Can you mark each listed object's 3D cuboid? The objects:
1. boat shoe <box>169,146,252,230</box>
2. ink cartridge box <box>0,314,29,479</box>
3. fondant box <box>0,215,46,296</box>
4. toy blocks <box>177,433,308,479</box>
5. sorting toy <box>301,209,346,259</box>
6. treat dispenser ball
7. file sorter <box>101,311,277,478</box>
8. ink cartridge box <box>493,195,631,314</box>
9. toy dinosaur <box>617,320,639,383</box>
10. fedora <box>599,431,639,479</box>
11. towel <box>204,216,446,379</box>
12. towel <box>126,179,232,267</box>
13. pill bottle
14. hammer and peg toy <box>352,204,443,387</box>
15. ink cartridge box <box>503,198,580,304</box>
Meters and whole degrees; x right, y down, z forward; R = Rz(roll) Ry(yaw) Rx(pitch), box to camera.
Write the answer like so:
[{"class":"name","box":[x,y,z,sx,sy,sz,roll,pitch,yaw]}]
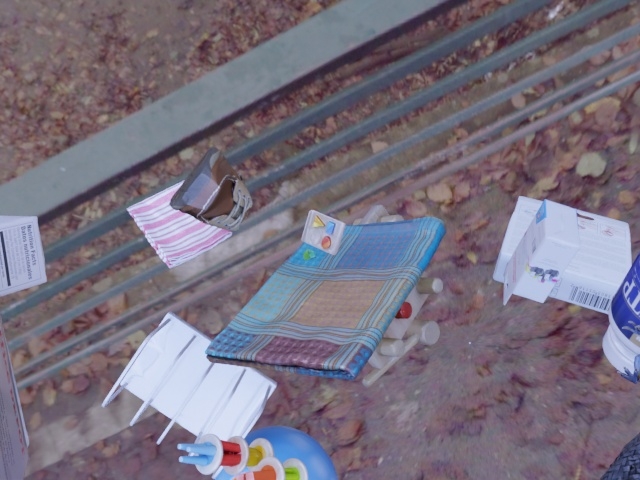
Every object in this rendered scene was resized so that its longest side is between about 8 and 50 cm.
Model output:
[{"class":"boat shoe","box":[-0.172,-0.080,1.163,0.120,0.324,0.122,37,92,-8]},{"class":"ink cartridge box","box":[-0.345,0.174,0.579,0.122,0.289,0.211,-9,100,-16]},{"class":"fondant box","box":[-0.539,0.042,0.789,0.239,0.330,0.096,2,102,27]},{"class":"toy blocks","box":[-0.105,0.297,0.886,0.123,0.148,0.054,16,84,42]},{"class":"sorting toy","box":[0.000,0.000,1.052,0.062,0.012,0.083,22,113,13]},{"class":"treat dispenser ball","box":[-0.102,0.575,1.547,0.289,0.288,0.287,-2,81,12]},{"class":"file sorter","box":[-0.263,0.316,1.361,0.278,0.173,0.192,34,98,-3]},{"class":"ink cartridge box","box":[0.633,0.025,1.744,0.308,0.385,0.091,16,120,15]},{"class":"toy dinosaur","box":[0.274,0.089,0.556,0.047,0.090,0.082,16,40,33]},{"class":"fedora","box":[0.280,0.203,0.458,0.334,0.334,0.152,-48,52,2]},{"class":"towel","box":[0.019,0.073,1.063,0.272,0.370,0.040,-1,121,34]},{"class":"towel","box":[-0.286,-0.040,1.354,0.144,0.029,0.197,-30,55,-21]},{"class":"pill bottle","box":[0.397,0.075,0.766,0.112,0.186,0.112,2,45,-2]},{"class":"hammer and peg toy","box":[0.147,0.139,1.434,0.127,0.361,0.266,-4,38,47]},{"class":"ink cartridge box","box":[0.384,0.032,1.181,0.062,0.181,0.104,18,43,1]}]
